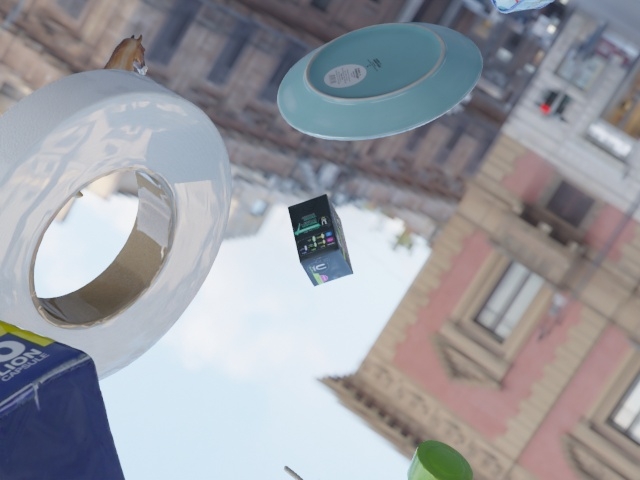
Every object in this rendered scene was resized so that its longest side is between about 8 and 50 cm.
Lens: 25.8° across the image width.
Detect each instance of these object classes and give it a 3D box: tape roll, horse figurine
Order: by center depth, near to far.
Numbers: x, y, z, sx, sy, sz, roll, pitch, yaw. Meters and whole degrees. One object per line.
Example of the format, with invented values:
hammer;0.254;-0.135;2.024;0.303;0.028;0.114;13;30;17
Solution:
tape roll;-0.266;-0.004;1.594;0.072;0.392;0.392;32;-170;34
horse figurine;-0.322;-0.171;1.992;0.066;0.174;0.263;11;-147;45

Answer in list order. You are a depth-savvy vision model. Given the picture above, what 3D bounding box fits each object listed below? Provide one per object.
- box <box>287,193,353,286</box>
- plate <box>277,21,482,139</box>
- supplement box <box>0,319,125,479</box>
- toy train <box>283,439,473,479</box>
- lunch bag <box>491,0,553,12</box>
box;0.000;0.000;1.646;0.062;0.052;0.083;59;-165;-56
plate;0.050;-0.152;1.245;0.188;0.188;0.024;44;156;49
supplement box;-0.289;0.148;0.802;0.357;0.195;0.194;12;-147;43
toy train;0.062;0.207;1.054;0.105;0.143;0.248;-2;-142;-43
lunch bag;0.288;-0.410;1.808;0.090;0.219;0.176;-14;-102;-31
